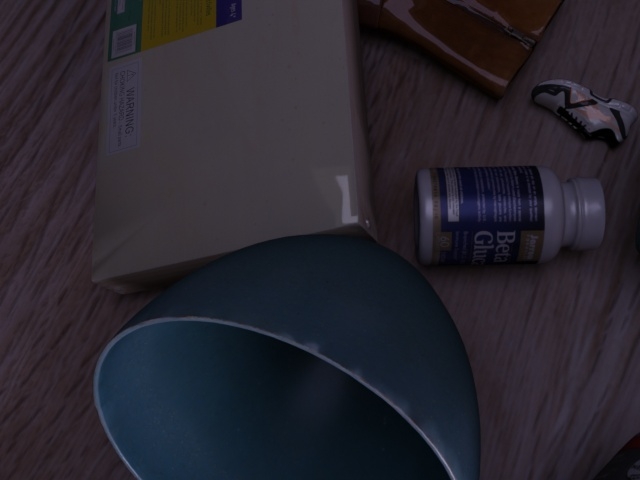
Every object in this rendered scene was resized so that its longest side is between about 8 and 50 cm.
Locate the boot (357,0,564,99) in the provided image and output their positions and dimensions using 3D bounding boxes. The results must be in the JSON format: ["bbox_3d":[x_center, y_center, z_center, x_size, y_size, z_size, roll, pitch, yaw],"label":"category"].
[{"bbox_3d":[0.135,-0.319,0.902,0.280,0.096,0.264,26,74,11],"label":"boot"}]

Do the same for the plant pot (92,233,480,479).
[{"bbox_3d":[0.000,0.106,0.660,0.290,0.290,0.195,22,44,11],"label":"plant pot"}]

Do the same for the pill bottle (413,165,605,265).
[{"bbox_3d":[0.176,-0.024,0.795,0.169,0.094,0.094,-1,71,3],"label":"pill bottle"}]

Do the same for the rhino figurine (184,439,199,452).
[{"bbox_3d":[-0.155,0.254,0.729,0.106,0.073,0.243,7,70,10],"label":"rhino figurine"}]

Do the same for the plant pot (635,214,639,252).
[{"bbox_3d":[0.421,-0.033,0.709,0.255,0.271,0.271,20,73,25],"label":"plant pot"}]

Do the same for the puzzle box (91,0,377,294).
[{"bbox_3d":[-0.091,-0.166,0.826,0.272,0.052,0.409,-12,66,21],"label":"puzzle box"}]

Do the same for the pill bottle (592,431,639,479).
[{"bbox_3d":[0.204,0.319,0.584,0.363,0.210,0.210,-38,73,-21],"label":"pill bottle"}]

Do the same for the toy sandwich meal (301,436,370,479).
[{"bbox_3d":[0.023,0.215,0.756,0.085,0.029,0.085,-2,71,6],"label":"toy sandwich meal"}]

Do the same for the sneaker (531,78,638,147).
[{"bbox_3d":[0.267,-0.131,0.856,0.109,0.040,0.044,22,75,11],"label":"sneaker"}]
